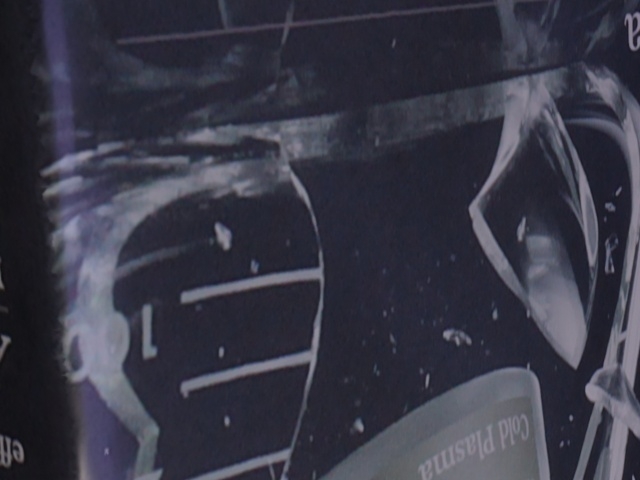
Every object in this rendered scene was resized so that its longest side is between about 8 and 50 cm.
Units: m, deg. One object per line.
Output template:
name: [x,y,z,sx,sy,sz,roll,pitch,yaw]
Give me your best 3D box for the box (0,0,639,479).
box: [-0.010,0.048,0.595,0.480,0.297,0.471,-17,111,-46]
